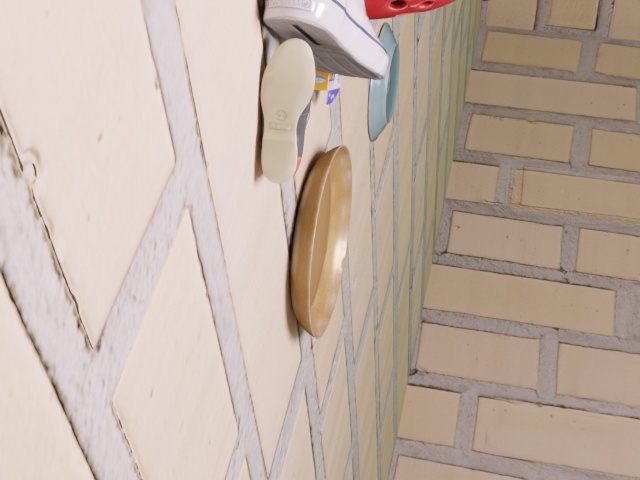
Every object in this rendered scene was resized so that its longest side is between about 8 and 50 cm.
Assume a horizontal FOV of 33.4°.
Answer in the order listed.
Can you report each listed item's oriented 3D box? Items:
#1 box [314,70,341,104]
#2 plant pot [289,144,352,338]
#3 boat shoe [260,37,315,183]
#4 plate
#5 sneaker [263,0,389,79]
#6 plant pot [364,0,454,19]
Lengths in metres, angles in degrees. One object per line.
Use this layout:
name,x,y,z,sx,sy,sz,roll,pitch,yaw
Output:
box,0.009,-0.221,1.188,0.081,0.028,0.136,-41,140,-74
plant pot,0.000,0.000,1.289,0.236,0.032,0.236,8,90,-79
boat shoe,-0.030,-0.122,0.991,0.043,0.049,0.137,-62,160,-70
plate,0.104,-0.248,1.681,0.188,0.024,0.188,9,90,-80
sneaker,0.018,-0.220,1.033,0.258,0.094,0.091,24,78,-76
plant pot,0.118,-0.352,1.199,0.191,0.174,0.191,-4,90,-79
